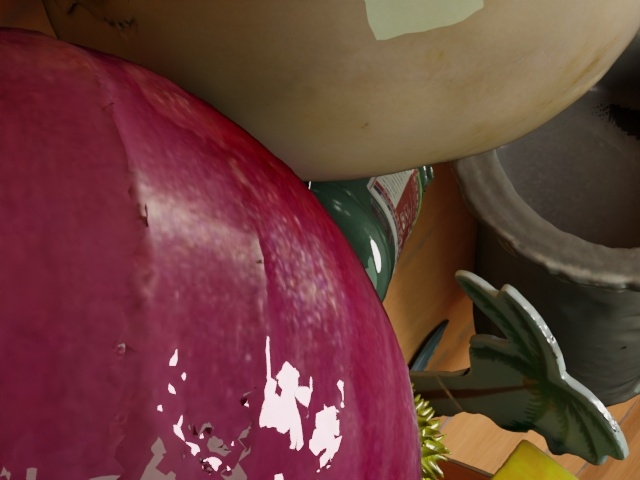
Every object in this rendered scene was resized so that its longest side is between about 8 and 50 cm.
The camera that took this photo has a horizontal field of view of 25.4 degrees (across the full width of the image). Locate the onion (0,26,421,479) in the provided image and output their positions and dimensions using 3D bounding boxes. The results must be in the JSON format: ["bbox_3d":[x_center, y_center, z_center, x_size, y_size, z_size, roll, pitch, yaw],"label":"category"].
[{"bbox_3d":[-0.128,0.101,0.473,0.358,0.345,0.358,-13,120,-24],"label":"onion"}]

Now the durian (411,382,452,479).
[{"bbox_3d":[-0.019,0.097,0.824,0.159,0.198,0.146,4,111,-55],"label":"durian"}]

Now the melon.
[{"bbox_3d":[0.021,-0.139,0.600,0.317,0.223,0.223,-16,133,-44],"label":"melon"}]

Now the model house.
[{"bbox_3d":[0.076,0.229,0.986,0.300,0.323,0.340,-46,134,-30],"label":"model house"}]

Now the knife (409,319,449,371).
[{"bbox_3d":[0.032,0.204,1.234,0.313,0.019,0.044,-59,161,4],"label":"knife"}]

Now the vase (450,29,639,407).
[{"bbox_3d":[0.210,0.003,1.099,0.245,0.245,0.291,-45,157,-23],"label":"vase"}]

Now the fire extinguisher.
[{"bbox_3d":[0.000,0.000,0.731,0.294,0.093,0.118,-59,158,-72],"label":"fire extinguisher"}]
